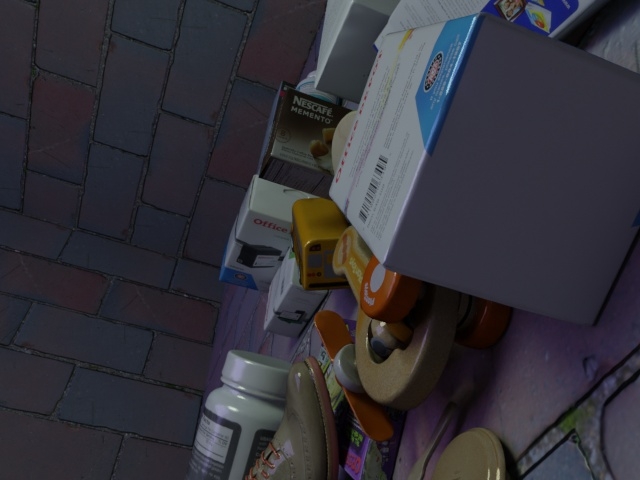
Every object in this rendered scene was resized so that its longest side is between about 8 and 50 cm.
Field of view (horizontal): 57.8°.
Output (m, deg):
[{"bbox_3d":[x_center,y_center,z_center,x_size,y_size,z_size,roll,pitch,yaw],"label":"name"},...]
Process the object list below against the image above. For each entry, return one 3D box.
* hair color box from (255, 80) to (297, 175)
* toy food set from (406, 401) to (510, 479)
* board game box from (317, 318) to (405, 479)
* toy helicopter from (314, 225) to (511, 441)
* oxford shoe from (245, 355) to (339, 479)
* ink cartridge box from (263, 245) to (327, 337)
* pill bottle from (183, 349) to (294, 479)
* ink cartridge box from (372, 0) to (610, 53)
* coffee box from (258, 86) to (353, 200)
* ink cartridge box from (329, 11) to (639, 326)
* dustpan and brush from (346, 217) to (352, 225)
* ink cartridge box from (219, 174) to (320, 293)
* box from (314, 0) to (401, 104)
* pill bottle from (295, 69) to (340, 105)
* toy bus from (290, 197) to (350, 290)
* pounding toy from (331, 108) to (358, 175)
[{"bbox_3d":[-0.083,-0.320,1.866,0.113,0.185,0.374,127,156,-55],"label":"hair color box"},{"bbox_3d":[0.142,0.244,0.551,0.132,0.038,0.192,-64,9,7],"label":"toy food set"},{"bbox_3d":[0.050,0.233,0.918,0.347,0.056,0.208,164,126,-75],"label":"board game box"},{"bbox_3d":[0.071,0.084,0.742,0.355,0.140,0.235,-117,47,-66],"label":"toy helicopter"},{"bbox_3d":[-0.049,0.342,0.842,0.123,0.130,0.348,-159,71,-76],"label":"oxford shoe"},{"bbox_3d":[-0.058,0.113,1.412,0.219,0.092,0.160,120,162,-47],"label":"ink cartridge box"},{"bbox_3d":[-0.154,0.422,1.181,0.204,0.204,0.361,172,114,-76],"label":"pill bottle"},{"bbox_3d":[0.196,-0.275,0.681,0.069,0.176,0.371,-30,-5,-26],"label":"ink cartridge box"},{"bbox_3d":[0.031,-0.153,1.034,0.098,0.246,0.141,137,148,-65],"label":"coffee box"},{"bbox_3d":[0.146,-0.079,0.561,0.270,0.197,0.198,-116,44,-71],"label":"ink cartridge box"},{"bbox_3d":[0.104,-0.144,1.176,0.147,0.060,0.211,-110,32,-67],"label":"dustpan and brush"},{"bbox_3d":[-0.116,0.001,1.509,0.307,0.223,0.129,120,161,-46],"label":"ink cartridge box"},{"bbox_3d":[0.129,-0.389,0.993,0.168,0.215,0.345,121,162,-49],"label":"box"},{"bbox_3d":[-0.017,-0.399,1.781,0.146,0.146,0.264,125,158,-55],"label":"pill bottle"},{"bbox_3d":[0.000,0.000,1.195,0.333,0.108,0.130,-109,16,-69],"label":"toy bus"},{"bbox_3d":[0.126,-0.128,0.886,0.237,0.110,0.183,-15,95,59],"label":"pounding toy"}]
